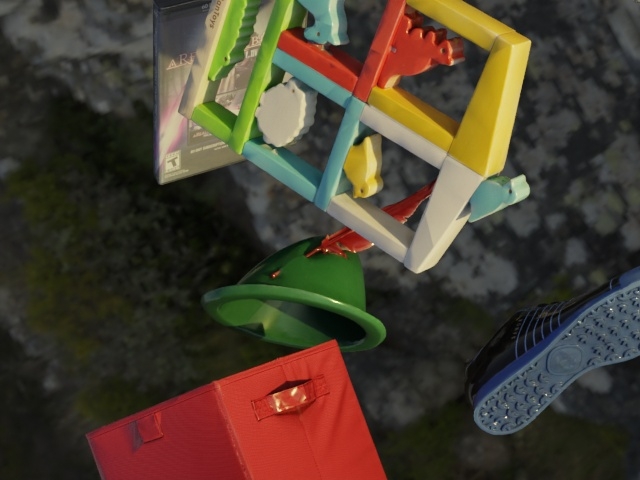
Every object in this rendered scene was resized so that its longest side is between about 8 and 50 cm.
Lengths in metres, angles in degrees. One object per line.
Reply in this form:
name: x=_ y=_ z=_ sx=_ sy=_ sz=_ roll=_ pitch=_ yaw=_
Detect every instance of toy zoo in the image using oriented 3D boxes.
toy zoo: x=0.033 y=-0.108 z=1.063 sx=0.293 sy=0.030 sz=0.192 roll=34 pitch=120 yaw=24

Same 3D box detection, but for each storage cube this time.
storage cube: x=-0.069 y=0.224 z=1.344 sx=0.215 sy=0.183 sz=0.193 roll=-24 pitch=84 yaw=38

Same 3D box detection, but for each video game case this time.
video game case: x=-0.111 y=-0.198 z=1.754 sx=0.026 sy=0.196 sz=0.274 roll=55 pitch=152 yaw=36

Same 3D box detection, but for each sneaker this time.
sneaker: x=0.227 y=0.083 z=1.332 sx=0.232 sy=0.090 sz=0.081 roll=-35 pitch=121 yaw=15

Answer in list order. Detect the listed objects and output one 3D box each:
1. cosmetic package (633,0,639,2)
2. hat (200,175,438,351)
cosmetic package: x=0.383 y=-0.228 z=0.997 sx=0.296 sy=0.129 sz=0.153 roll=14 pitch=138 yaw=8
hat: x=0.000 y=0.000 z=1.421 sx=0.173 sy=0.208 sz=0.184 roll=140 pitch=143 yaw=-65
